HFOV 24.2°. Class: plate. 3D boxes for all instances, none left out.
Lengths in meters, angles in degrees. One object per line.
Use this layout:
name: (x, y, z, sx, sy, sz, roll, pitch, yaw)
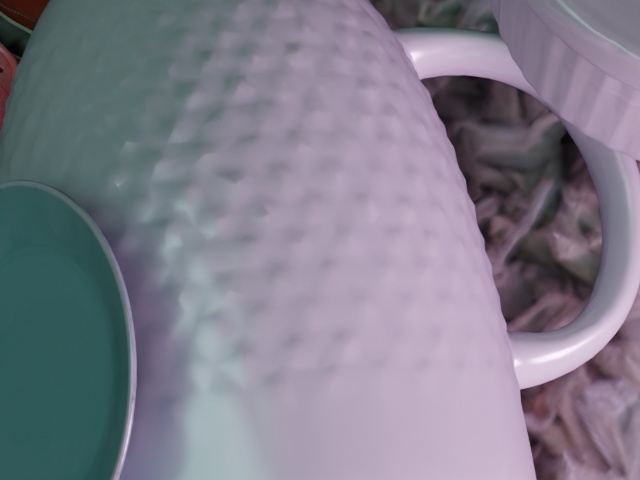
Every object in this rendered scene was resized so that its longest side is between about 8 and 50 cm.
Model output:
plate: (-0.141, 0.065, 0.715, 0.188, 0.024, 0.188, -5, 82, 45)

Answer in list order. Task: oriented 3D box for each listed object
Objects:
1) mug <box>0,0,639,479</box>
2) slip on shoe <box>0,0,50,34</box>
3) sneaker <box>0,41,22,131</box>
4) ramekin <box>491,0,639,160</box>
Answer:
mug: (0.000, 0.000, 0.845, 0.374, 0.276, 0.328, -10, 75, -5)
slip on shoe: (-0.239, -0.255, 1.032, 0.123, 0.101, 0.331, -43, 73, 8)
sneaker: (-0.256, -0.113, 1.032, 0.136, 0.116, 0.313, -22, 84, 6)
ramekin: (0.213, -0.159, 0.798, 0.273, 0.127, 0.272, 2, 66, -3)
